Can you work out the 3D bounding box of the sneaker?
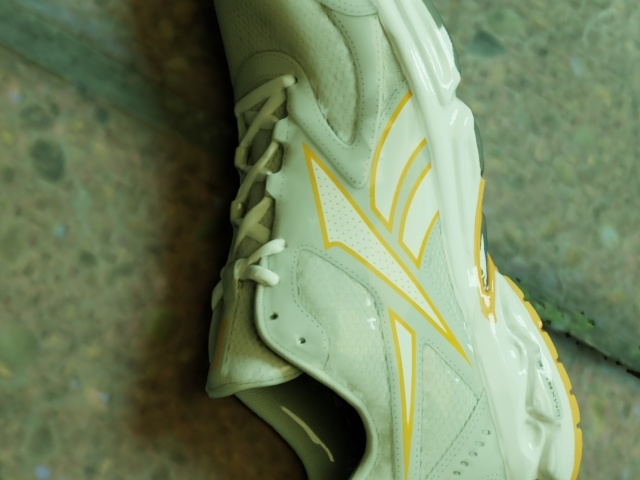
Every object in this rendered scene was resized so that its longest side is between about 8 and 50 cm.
[{"bbox_3d":[0.000,0.000,0.728,0.121,0.099,0.262,-22,88,-25],"label":"sneaker"}]
